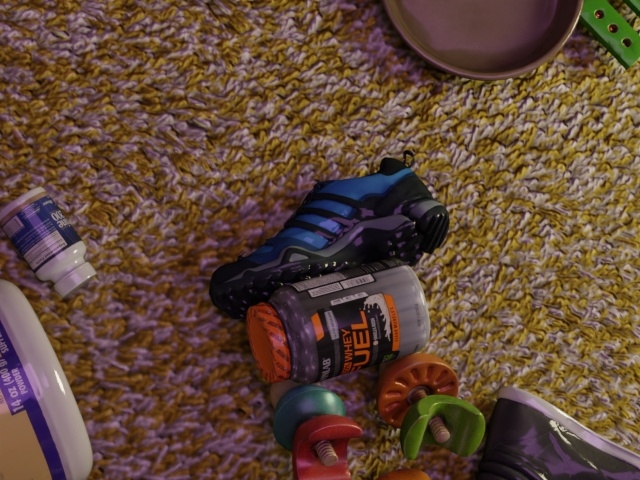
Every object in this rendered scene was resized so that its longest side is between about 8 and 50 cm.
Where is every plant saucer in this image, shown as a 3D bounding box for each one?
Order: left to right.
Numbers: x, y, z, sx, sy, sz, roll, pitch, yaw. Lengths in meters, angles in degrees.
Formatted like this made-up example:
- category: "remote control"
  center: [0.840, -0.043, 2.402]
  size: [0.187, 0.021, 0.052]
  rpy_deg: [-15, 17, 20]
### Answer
- category: "plant saucer"
  center: [0.208, -0.339, 1.704]
  size: [0.278, 0.041, 0.278]
  rpy_deg: [1, 81, -8]

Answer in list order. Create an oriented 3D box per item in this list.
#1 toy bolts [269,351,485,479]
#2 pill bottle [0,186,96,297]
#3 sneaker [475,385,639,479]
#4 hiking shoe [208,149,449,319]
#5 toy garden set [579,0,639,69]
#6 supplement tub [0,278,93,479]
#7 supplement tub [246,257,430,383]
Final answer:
- category: "toy bolts"
  center: [0.043, 0.229, 1.538]
  size: [0.228, 0.158, 0.218]
  rpy_deg: [5, 118, -25]
- category: "pill bottle"
  center: [-0.311, 0.004, 1.491]
  size: [0.067, 0.067, 0.120]
  rpy_deg: [-36, 90, -19]
- category: "sneaker"
  center: [0.318, 0.311, 1.591]
  size: [0.296, 0.104, 0.147]
  rpy_deg: [30, 74, -2]
- category: "hiking shoe"
  center: [0.000, 0.000, 1.577]
  size: [0.304, 0.113, 0.132]
  rpy_deg: [-20, 55, -12]
- category: "toy garden set"
  center: [0.425, -0.379, 1.785]
  size: [0.244, 0.049, 0.204]
  rpy_deg: [-43, 88, -14]
- category: "supplement tub"
  center: [-0.426, 0.204, 1.327]
  size: [0.331, 0.241, 0.241]
  rpy_deg: [-24, 86, -19]
- category: "supplement tub"
  center: [0.019, 0.096, 1.491]
  size: [0.190, 0.117, 0.117]
  rpy_deg: [-15, 83, -19]
